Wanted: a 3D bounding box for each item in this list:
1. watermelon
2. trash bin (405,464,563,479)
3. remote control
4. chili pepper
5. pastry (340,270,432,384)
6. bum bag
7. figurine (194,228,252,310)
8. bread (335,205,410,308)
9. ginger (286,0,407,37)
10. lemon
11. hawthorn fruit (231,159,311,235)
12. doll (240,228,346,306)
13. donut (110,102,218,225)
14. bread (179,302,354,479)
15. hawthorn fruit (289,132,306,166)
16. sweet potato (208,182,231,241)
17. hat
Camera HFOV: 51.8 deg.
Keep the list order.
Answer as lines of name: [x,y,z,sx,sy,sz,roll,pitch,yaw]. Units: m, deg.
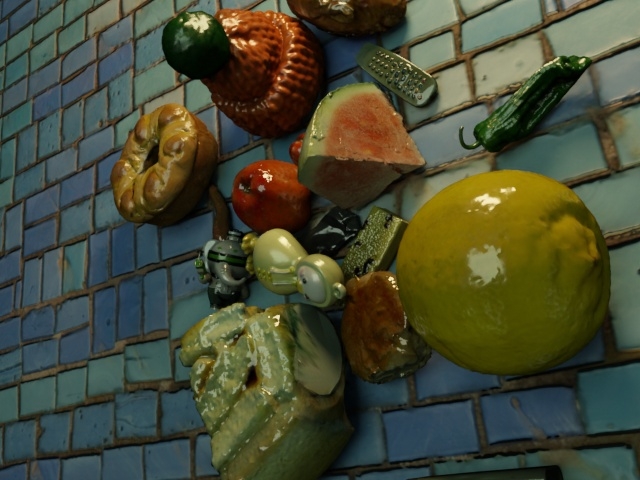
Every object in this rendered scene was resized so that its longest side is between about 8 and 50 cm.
watermelon: [0.072,-0.196,1.350,0.193,0.232,0.310,-33,17,28]
trash bin: [0.277,0.458,1.078,0.240,0.122,0.164,-20,67,29]
remote control: [0.159,-0.355,1.403,0.222,0.042,0.072,43,105,33]
chili pepper: [0.369,-0.242,1.189,0.257,0.100,0.074,-44,63,16]
pastry: [0.119,0.170,1.239,0.218,0.100,0.229,43,121,50]
bum bag: [0.000,0.000,1.427,0.197,0.049,0.087,-39,64,21]
figurine: [-0.214,0.067,1.526,0.147,0.126,0.192,9,84,-4]
bread: [0.095,0.043,1.349,0.088,0.049,0.226,32,99,36]
ginger: [0.029,-0.537,1.466,0.321,0.165,0.172,37,66,26]
lemon: [0.281,0.051,1.047,0.348,0.348,0.348,-9,74,34]
hawthorn fruit: [-0.106,-0.095,1.449,0.189,0.189,0.189,-9,74,34]
doll: [-0.054,0.059,1.324,0.296,0.117,0.141,26,127,52]
donut: [-0.403,-0.191,1.691,0.317,0.150,0.299,-26,63,33]
bread: [-0.075,0.301,1.290,0.264,0.239,0.395,-35,62,24]
hawthorn fruit: [-0.032,-0.201,1.478,0.093,0.093,0.093,-9,74,34]
sweet potato: [-0.248,-0.059,1.623,0.050,0.050,0.214,-26,61,28]
hat: [-0.194,-0.405,1.449,0.285,0.400,0.285,-12,70,37]
